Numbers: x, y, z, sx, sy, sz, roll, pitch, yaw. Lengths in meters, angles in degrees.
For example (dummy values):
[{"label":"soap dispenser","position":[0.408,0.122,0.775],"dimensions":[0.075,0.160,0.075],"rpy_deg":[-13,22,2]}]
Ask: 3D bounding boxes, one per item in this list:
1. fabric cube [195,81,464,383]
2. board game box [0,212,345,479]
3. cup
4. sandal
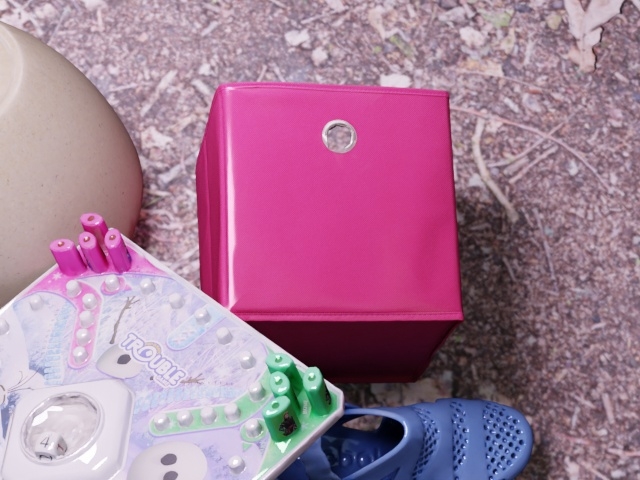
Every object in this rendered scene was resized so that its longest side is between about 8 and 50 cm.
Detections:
[{"label":"fabric cube","position":[0.000,0.000,1.749],"dimensions":[0.254,0.259,0.258],"rpy_deg":[2,70,-9]},{"label":"board game box","position":[-0.240,0.173,1.497],"dimensions":[0.390,0.050,0.390],"rpy_deg":[-41,47,-19]},{"label":"cup","position":[-0.371,-0.104,1.705],"dimensions":[0.331,0.237,0.331],"rpy_deg":[-2,59,4]},{"label":"sandal","position":[0.082,0.227,1.741],"dimensions":[0.317,0.138,0.126],"rpy_deg":[-5,68,-12]}]
